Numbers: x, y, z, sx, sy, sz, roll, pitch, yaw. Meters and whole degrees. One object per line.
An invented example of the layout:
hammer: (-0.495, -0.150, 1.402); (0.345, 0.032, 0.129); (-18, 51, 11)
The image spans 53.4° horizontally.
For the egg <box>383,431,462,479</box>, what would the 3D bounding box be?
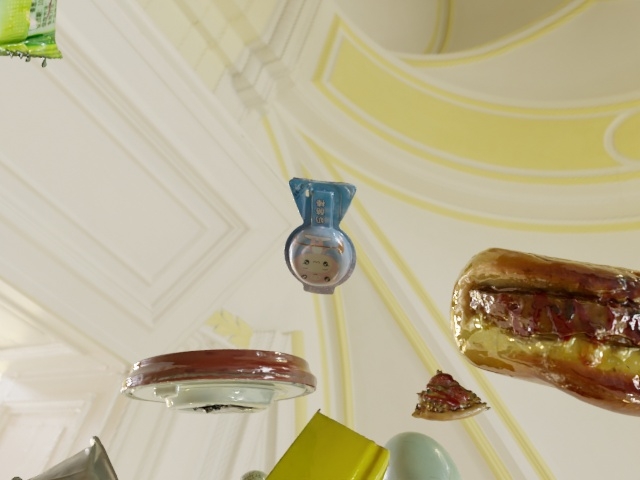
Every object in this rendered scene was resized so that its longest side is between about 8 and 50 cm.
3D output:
egg: (0.221, 0.527, 1.404); (0.168, 0.168, 0.231); (-39, -138, 2)

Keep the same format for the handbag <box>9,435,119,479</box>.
handbag: (-0.280, 0.348, 0.709); (0.182, 0.117, 0.270); (-19, -138, -33)

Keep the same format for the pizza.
pizza: (0.169, 0.222, 0.890); (0.099, 0.029, 0.100); (-20, -148, -30)

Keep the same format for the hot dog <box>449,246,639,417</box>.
hot dog: (0.397, 0.127, 0.891); (0.223, 0.405, 0.185); (-131, -130, -83)

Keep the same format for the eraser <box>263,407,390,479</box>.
eraser: (0.000, 0.408, 1.048); (0.158, 0.069, 0.226); (26, -134, 22)

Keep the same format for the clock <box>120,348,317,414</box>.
clock: (-0.163, 0.246, 1.050); (0.318, 0.318, 0.080); (-16, -115, 29)

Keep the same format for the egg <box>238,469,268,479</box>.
egg: (-0.151, 0.575, 1.471); (0.085, 0.110, 0.085); (2, -113, -4)

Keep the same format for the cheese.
cheese: (0.000, 0.000, 1.148); (0.135, 0.244, 0.052); (5, -146, 5)

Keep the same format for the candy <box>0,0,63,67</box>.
candy: (-0.129, -0.146, 0.233); (0.032, 0.178, 0.102); (27, -146, 11)
